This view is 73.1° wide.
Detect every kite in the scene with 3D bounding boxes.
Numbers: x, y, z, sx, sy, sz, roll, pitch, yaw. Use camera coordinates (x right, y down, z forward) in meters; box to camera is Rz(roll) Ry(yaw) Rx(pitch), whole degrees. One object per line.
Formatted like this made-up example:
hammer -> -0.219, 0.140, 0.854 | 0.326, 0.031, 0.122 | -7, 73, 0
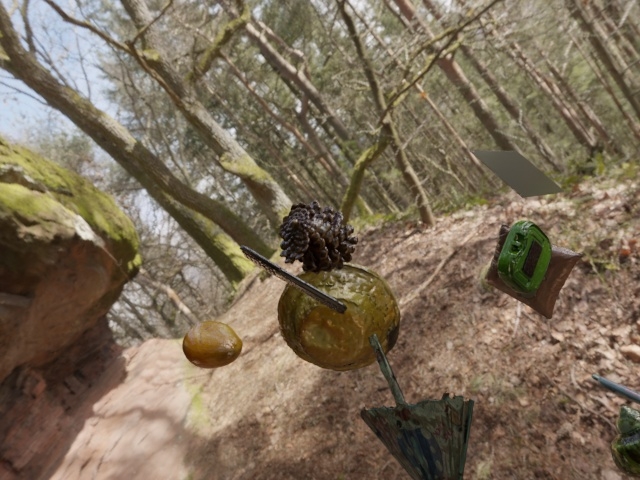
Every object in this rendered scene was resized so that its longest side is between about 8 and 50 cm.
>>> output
kite -> 0.169, 0.356, 0.829 | 0.014, 0.368, 0.406 | -15, -17, -29

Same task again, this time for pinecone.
pinecone -> 0.001, 0.000, 1.128 | 0.185, 0.212, 0.168 | -70, 20, -5

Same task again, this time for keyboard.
keyboard -> -0.060, 0.088, 0.943 | 0.016, 0.262, 0.106 | -59, -7, -12

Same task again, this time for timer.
timer -> 0.428, 0.035, 0.901 | 0.047, 0.128, 0.140 | 9, 68, 56

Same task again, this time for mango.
mango -> -0.284, 0.278, 1.149 | 0.145, 0.112, 0.219 | -19, 10, -36

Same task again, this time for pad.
pad -> 0.464, -0.160, 1.008 | 0.243, 0.163, 0.004 | -10, -37, -41

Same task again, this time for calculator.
calculator -> 1.166, 0.581, 1.625 | 0.041, 0.185, 0.299 | -65, 18, -2

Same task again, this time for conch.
conch -> 0.946, 0.598, 1.289 | 0.187, 0.124, 0.181 | -35, 41, 27

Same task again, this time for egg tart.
egg tart -> 0.058, 0.281, 1.475 | 0.443, 0.443, 0.178 | -39, 12, 18

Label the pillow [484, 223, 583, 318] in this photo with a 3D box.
pillow -> 0.593, 0.085, 1.235 | 0.084, 0.223, 0.236 | -26, -44, -35
